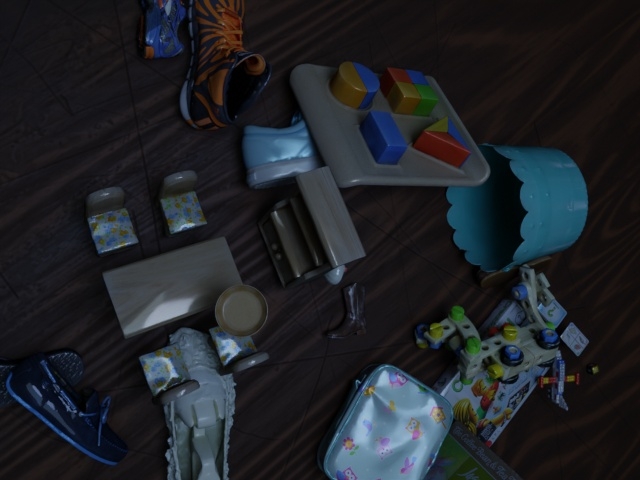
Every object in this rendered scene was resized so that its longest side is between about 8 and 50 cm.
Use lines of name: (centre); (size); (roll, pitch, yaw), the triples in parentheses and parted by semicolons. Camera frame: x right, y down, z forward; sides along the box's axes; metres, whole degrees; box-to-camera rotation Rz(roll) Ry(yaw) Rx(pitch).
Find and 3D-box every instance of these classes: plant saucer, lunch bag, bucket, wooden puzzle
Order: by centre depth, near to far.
plant saucer: (-0.125, 0.112, 0.922); (0.083, 0.015, 0.083); (0, 82, -2)
wooden puzzle: (0.145, -0.246, 1.154); (0.348, 0.080, 0.322); (-5, 56, -26)
lunch bag: (0.134, 0.407, 1.227); (0.224, 0.108, 0.279); (32, 75, 0)
bucket: (0.423, -0.078, 1.266); (0.183, 0.281, 0.281); (-7, 93, -21)

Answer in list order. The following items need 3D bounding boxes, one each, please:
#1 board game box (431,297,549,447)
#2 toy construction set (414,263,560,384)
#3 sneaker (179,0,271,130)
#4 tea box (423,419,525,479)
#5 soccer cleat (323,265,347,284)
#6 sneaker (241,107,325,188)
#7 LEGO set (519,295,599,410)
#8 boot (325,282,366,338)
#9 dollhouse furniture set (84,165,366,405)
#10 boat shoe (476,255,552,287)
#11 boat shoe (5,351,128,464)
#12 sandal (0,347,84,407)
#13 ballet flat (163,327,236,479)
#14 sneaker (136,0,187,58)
board game box: (0.414, 0.314, 1.372); (0.193, 0.053, 0.305); (46, 76, -14)
toy construction set: (0.392, 0.197, 1.274); (0.328, 0.215, 0.151); (-29, 132, -12)
sneaker: (-0.160, -0.365, 1.081); (0.125, 0.180, 0.321); (3, 94, -43)
tea box: (0.301, 0.602, 1.163); (0.323, 0.329, 0.220); (-44, 104, -6)
soccer cleat: (0.000, 0.000, 1.182); (0.076, 0.068, 0.196); (12, 54, -36)
sneaker: (0.014, -0.210, 1.184); (0.366, 0.135, 0.150); (-13, 91, -24)
LEGO set: (0.568, 0.272, 1.372); (0.244, 0.060, 0.182); (45, 79, -15)
boot: (0.054, 0.149, 1.248); (0.106, 0.037, 0.114); (-6, 95, -33)
dollhouse furniture set: (-0.163, 0.040, 1.012); (0.394, 0.256, 0.362); (-19, 82, -26)
boat shoe: (0.452, 0.055, 1.383); (0.207, 0.073, 0.073); (-14, 57, -23)
boat shoe: (-0.424, 0.299, 1.017); (0.089, 0.109, 0.258); (-47, 122, -17)
sandal: (-0.557, 0.246, 1.023); (0.254, 0.054, 0.097); (-1, 98, -30)
ballet flat: (-0.220, 0.372, 1.099); (0.147, 0.147, 0.409); (-3, 90, -20)
sneaker: (-0.298, -0.452, 1.105); (0.087, 0.083, 0.221); (3, 95, -34)
